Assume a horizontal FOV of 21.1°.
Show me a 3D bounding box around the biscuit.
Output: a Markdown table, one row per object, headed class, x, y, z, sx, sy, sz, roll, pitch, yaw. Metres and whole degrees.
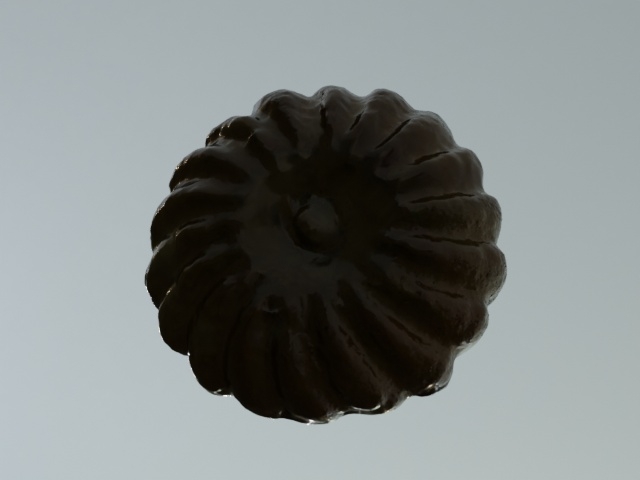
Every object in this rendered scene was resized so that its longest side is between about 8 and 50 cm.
| class | x | y | z | sx | sy | sz | roll | pitch | yaw |
| --- | --- | --- | --- | --- | --- | --- | --- | --- | --- |
| biscuit | 0.000 | 0.000 | 1.494 | 0.325 | 0.326 | 0.107 | 37 | -13 | 26 |
